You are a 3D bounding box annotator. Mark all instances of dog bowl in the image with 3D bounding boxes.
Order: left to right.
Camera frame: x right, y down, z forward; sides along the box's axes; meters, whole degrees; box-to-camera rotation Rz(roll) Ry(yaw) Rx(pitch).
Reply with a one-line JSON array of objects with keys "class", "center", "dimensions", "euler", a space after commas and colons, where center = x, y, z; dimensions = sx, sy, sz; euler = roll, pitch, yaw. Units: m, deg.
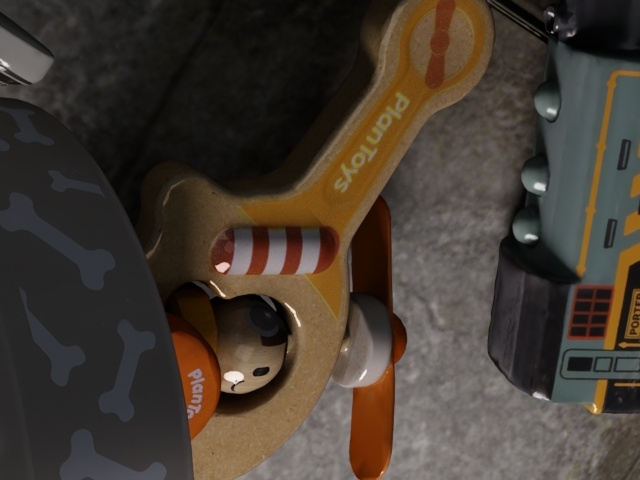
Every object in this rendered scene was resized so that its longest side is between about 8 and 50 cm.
[{"class": "dog bowl", "center": [-0.179, 0.085, 0.715], "dimensions": [0.102, 0.349, 0.349], "euler": [-12, 116, -34]}]

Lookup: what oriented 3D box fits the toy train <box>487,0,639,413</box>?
[{"class": "toy train", "center": [0.224, -0.033, 0.960], "dimensions": [0.190, 0.142, 0.334], "euler": [1, 110, -14]}]

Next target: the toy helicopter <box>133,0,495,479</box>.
[{"class": "toy helicopter", "center": [0.000, 0.000, 0.871], "dimensions": [0.235, 0.140, 0.355], "euler": [34, 92, -33]}]

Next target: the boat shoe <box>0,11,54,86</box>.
[{"class": "boat shoe", "center": [-0.249, -0.124, 0.744], "dimensions": [0.219, 0.078, 0.070], "euler": [25, 98, -22]}]
